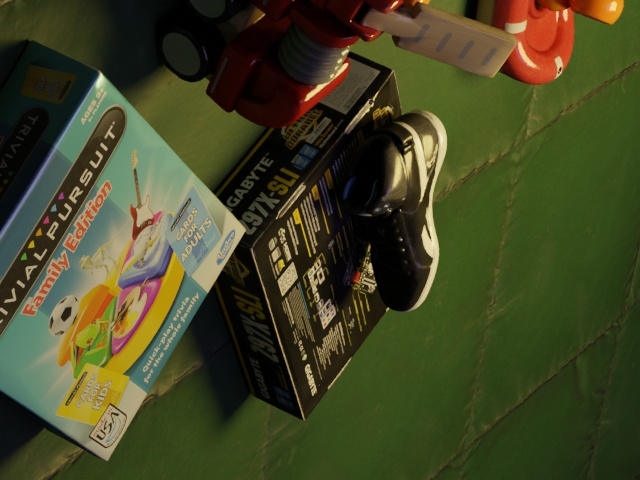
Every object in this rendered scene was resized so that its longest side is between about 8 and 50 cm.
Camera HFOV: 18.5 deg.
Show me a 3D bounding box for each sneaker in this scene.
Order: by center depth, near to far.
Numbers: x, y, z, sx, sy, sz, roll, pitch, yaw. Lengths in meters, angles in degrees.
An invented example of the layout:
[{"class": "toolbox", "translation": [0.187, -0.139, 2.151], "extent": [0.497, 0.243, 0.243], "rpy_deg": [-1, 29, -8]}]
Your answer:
[{"class": "sneaker", "translation": [0.060, -0.020, 1.982], "extent": [0.121, 0.079, 0.217], "rpy_deg": [-22, 122, -50]}]

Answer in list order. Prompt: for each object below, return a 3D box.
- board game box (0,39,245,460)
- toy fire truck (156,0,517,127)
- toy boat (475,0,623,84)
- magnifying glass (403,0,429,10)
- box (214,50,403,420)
[{"class": "board game box", "translation": [-0.211, 0.021, 1.674], "extent": [0.254, 0.079, 0.336], "rpy_deg": [-60, 154, -10]}, {"class": "toy fire truck", "translation": [0.017, -0.180, 1.686], "extent": [0.158, 0.246, 0.217], "rpy_deg": [-41, 168, -39]}, {"class": "toy boat", "translation": [0.271, -0.281, 2.217], "extent": [0.151, 0.151, 0.231], "rpy_deg": [-35, 141, -44]}, {"class": "magnifying glass", "translation": [0.152, -0.342, 2.090], "extent": [0.231, 0.026, 0.092], "rpy_deg": [-59, 153, -10]}, {"class": "box", "translation": [0.000, 0.000, 2.048], "extent": [0.257, 0.079, 0.322], "rpy_deg": [-54, 152, -26]}]
